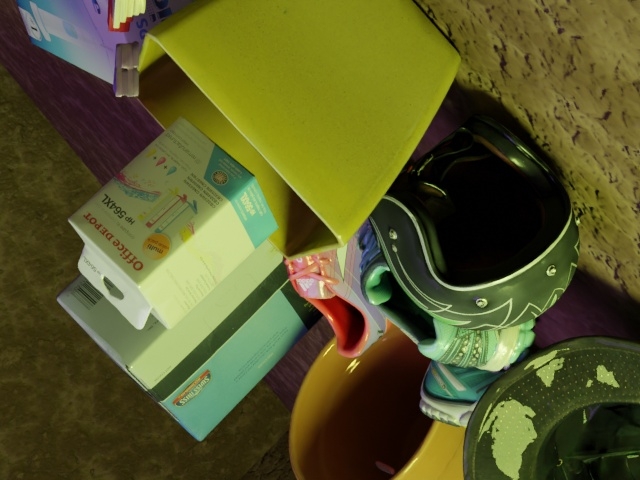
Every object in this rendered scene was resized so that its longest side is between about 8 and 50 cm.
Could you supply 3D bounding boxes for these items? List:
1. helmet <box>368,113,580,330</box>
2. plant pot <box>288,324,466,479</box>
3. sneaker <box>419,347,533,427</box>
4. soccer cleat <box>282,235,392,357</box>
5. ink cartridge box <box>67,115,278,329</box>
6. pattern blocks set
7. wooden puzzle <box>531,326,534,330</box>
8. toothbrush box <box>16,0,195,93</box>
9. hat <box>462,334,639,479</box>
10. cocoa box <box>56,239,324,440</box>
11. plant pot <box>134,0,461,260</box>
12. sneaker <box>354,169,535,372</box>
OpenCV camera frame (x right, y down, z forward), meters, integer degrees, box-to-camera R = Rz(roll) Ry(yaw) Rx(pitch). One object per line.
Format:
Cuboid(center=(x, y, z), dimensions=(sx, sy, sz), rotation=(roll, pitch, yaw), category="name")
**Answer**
Cuboid(center=(0.131, -0.004, 0.944), dimensions=(0.161, 0.169, 0.169), rotation=(50, 167, 0), category="helmet")
Cuboid(center=(0.127, 0.262, 1.581), dimensions=(0.203, 0.290, 0.291), rotation=(35, 175, -33), category="plant pot")
Cuboid(center=(0.230, 0.178, 1.309), dimensions=(0.275, 0.109, 0.107), rotation=(10, 174, 41), category="sneaker")
Cuboid(center=(-0.005, -0.006, 1.251), dimensions=(0.109, 0.116, 0.318), rotation=(3, 138, 44), category="soccer cleat")
Cuboid(center=(-0.122, -0.007, 0.910), dimensions=(0.092, 0.143, 0.090), rotation=(40, 166, 24), category="ink cartridge box")
Cuboid(center=(-0.134, -0.259, 0.800), dimensions=(0.285, 0.026, 0.324), rotation=(-109, 25, -55), category="pattern blocks set")
Cuboid(center=(0.123, 0.027, 1.323), dimensions=(0.221, 0.044, 0.239), rotation=(48, 168, -11), category="wooden puzzle")
Cuboid(center=(-0.213, -0.284, 1.110), dimensions=(0.295, 0.126, 0.216), rotation=(30, 141, 52), category="toothbrush box")
Cuboid(center=(0.303, 0.213, 1.082), dimensions=(0.332, 0.134, 0.331), rotation=(9, 117, 18), category="hat")
Cuboid(center=(-0.173, 0.081, 1.747), dimensions=(0.231, 0.347, 0.228), rotation=(34, 164, 42), category="cocoa box")
Cuboid(center=(-0.012, -0.127, 0.942), dimensions=(0.212, 0.187, 0.212), rotation=(48, 167, -6), category="plant pot")
Cuboid(center=(0.086, 0.015, 1.094), dimensions=(0.122, 0.110, 0.283), rotation=(2, -148, -34), category="sneaker")
